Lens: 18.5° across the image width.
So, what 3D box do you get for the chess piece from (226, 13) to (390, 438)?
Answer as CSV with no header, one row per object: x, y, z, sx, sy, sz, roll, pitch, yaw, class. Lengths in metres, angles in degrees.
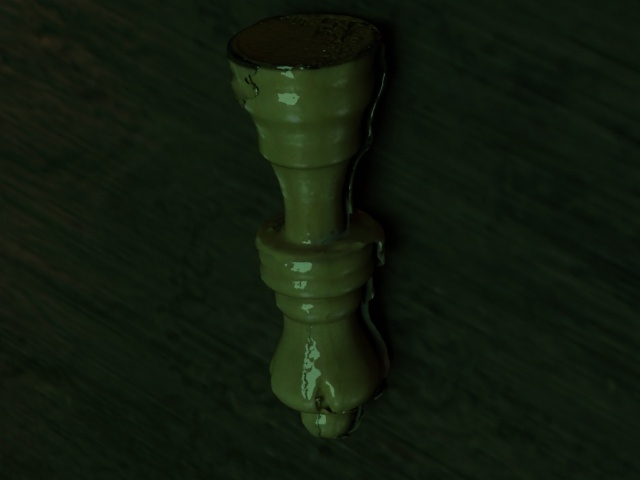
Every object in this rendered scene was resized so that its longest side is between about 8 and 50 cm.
0.000,0.000,0.768,0.060,0.060,0.172,12,121,31,chess piece
